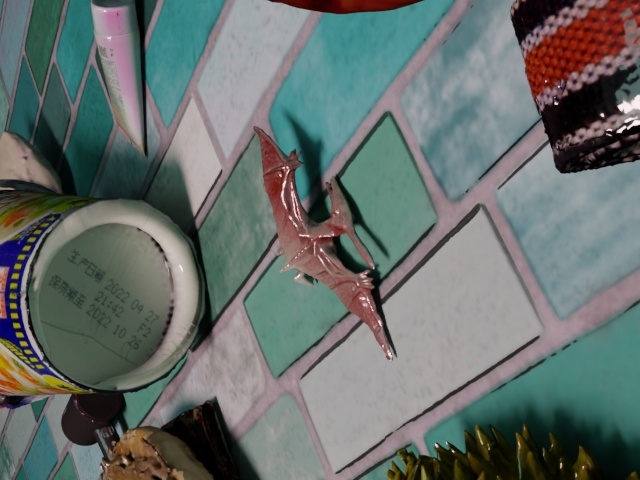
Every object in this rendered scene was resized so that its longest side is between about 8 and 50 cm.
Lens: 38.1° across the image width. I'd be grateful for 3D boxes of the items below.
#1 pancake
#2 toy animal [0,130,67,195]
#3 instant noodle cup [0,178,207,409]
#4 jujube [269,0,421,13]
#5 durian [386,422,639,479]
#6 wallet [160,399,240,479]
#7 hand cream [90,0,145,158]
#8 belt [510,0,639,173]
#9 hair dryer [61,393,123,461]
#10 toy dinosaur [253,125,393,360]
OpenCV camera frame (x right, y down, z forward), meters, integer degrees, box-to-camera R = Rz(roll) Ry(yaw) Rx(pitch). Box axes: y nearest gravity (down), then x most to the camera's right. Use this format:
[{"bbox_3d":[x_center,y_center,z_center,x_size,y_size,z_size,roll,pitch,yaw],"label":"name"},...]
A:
[{"bbox_3d":[-0.141,0.376,1.013,0.382,0.071,0.382,32,131,46],"label":"pancake"},{"bbox_3d":[-0.421,0.018,1.344,0.266,0.188,0.307,-44,49,32],"label":"toy animal"},{"bbox_3d":[-0.288,0.061,1.023,0.312,0.284,0.284,-3,98,52],"label":"instant noodle cup"},{"bbox_3d":[-0.038,-0.283,0.467,0.377,0.276,0.276,50,140,33],"label":"jujube"},{"bbox_3d":[0.139,0.266,0.468,0.394,0.163,0.198,56,146,23],"label":"durian"},{"bbox_3d":[-0.153,0.263,1.065,0.232,0.031,0.122,-42,67,57],"label":"wallet"},{"bbox_3d":[-0.217,-0.180,1.015,0.076,0.047,0.174,43,144,44],"label":"hand cream"},{"bbox_3d":[0.189,-0.107,0.293,0.094,0.126,0.359,67,155,1],"label":"belt"},{"bbox_3d":[-0.276,0.311,1.274,0.248,0.071,0.114,58,144,16],"label":"hair dryer"},{"bbox_3d":[-0.001,0.001,0.723,0.220,0.032,0.108,58,142,14],"label":"toy dinosaur"}]
